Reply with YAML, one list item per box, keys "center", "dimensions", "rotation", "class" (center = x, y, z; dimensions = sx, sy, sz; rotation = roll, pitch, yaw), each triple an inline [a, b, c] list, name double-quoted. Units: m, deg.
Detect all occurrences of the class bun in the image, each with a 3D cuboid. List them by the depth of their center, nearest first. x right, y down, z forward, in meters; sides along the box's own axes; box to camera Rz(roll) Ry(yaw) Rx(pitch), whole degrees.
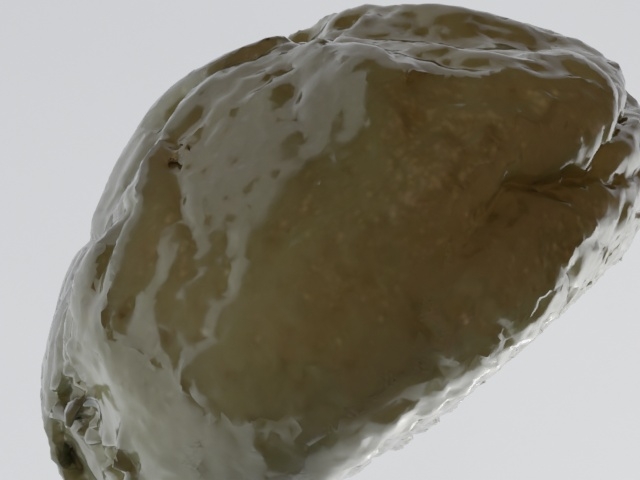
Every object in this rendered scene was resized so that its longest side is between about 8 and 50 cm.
- center: [0.000, 0.000, 0.613]
  dimensions: [0.220, 0.220, 0.134]
  rotation: [-33, -93, -34]
  class: "bun"
